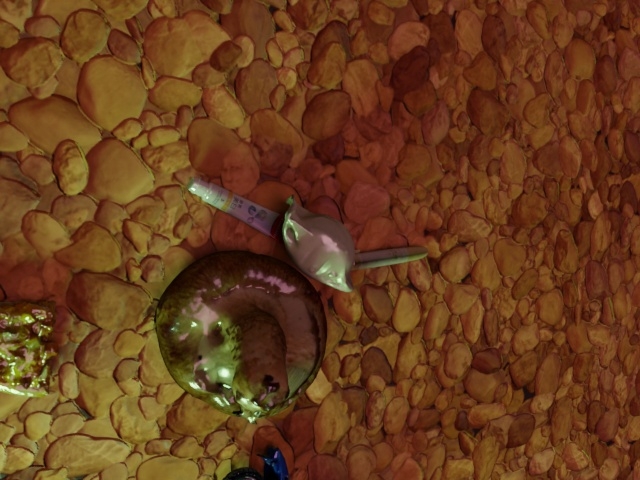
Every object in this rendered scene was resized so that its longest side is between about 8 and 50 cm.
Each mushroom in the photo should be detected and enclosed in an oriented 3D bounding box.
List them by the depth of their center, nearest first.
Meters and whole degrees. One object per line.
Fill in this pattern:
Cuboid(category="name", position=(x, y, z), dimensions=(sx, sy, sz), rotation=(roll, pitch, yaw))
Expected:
Cuboid(category="mushroom", position=(-0.092, 0.148, 0.858), dimensions=(0.267, 0.255, 0.267), rotation=(-24, 120, -50))

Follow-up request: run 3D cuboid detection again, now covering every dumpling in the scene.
Cuboid(category="dumpling", position=(0.001, 0.002, 0.929), dimensions=(0.169, 0.134, 0.099), rotation=(32, 109, -9))

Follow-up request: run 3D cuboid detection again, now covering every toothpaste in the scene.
Cuboid(category="toothpaste", position=(-0.123, -0.049, 0.903), dimensions=(0.190, 0.031, 0.048), rotation=(27, 80, -31))

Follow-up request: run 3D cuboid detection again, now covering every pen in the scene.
Cuboid(category="pen", position=(0.100, 0.029, 1.033), dimensions=(0.234, 0.032, 0.040), rotation=(-8, 76, -29))

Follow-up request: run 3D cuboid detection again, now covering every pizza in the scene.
Cuboid(category="pizza", position=(-0.416, 0.130, 0.756), dimensions=(0.175, 0.046, 0.134), rotation=(43, 76, -25))

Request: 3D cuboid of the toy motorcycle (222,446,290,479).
Cuboid(category="toy motorcycle", position=(-0.090, 0.516, 0.949), dimensions=(0.169, 0.113, 0.315), rotation=(-7, 92, -38))
